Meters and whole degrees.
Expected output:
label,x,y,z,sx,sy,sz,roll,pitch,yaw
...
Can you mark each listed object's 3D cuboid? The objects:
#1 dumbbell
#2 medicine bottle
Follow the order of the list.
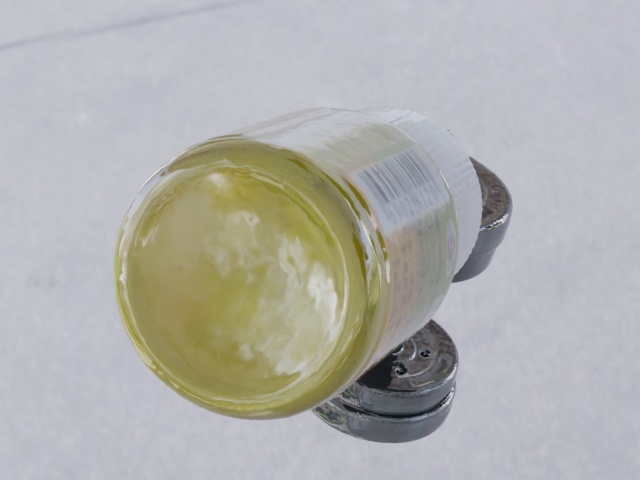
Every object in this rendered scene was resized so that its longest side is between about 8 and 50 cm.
label,x,y,z,sx,sy,sz,roll,pitch,yaw
dumbbell,0.083,0.053,1.946,0.185,0.388,0.185,10,33,-7
medicine bottle,0.000,0.000,1.546,0.224,0.224,0.384,6,13,18
